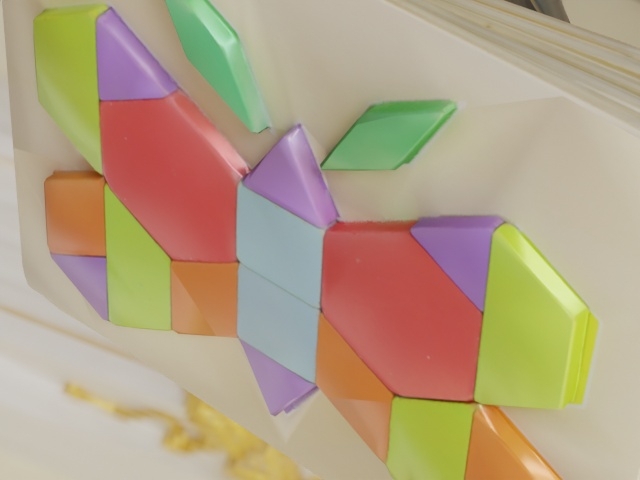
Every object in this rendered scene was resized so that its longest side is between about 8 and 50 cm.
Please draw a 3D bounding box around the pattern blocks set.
[{"bbox_3d":[0.000,0.000,0.405,0.026,0.325,0.285,-39,131,-36],"label":"pattern blocks set"}]

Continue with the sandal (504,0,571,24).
[{"bbox_3d":[0.028,-0.080,0.507,0.090,0.219,0.060,-14,-146,31],"label":"sandal"}]
